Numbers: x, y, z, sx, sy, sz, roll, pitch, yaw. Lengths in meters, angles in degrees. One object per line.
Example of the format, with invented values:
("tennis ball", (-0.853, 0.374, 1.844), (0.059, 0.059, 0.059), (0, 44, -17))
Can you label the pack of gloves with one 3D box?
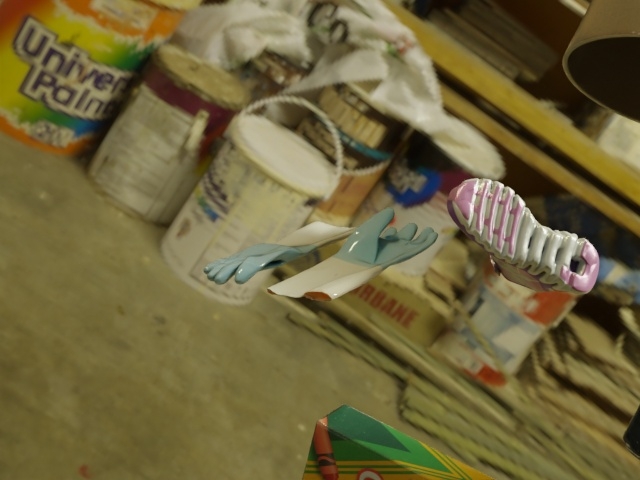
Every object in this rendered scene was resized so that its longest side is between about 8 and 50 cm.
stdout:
("pack of gloves", (0.000, 0.000, 1.176), (0.195, 0.046, 0.232), (6, 19, 37))

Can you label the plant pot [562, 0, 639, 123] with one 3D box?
("plant pot", (0.428, -0.281, 1.184), (0.257, 0.274, 0.256), (20, -9, 3))

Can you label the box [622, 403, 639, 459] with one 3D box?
("box", (0.636, 0.052, 1.173), (0.472, 0.479, 0.297), (-25, 53, -35))

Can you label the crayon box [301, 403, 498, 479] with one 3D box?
("crayon box", (0.122, 0.357, 1.329), (0.319, 0.202, 0.081), (22, 20, 25))

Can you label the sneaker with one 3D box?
("sneaker", (0.255, 0.006, 1.478), (0.236, 0.095, 0.104), (31, -24, -19))
